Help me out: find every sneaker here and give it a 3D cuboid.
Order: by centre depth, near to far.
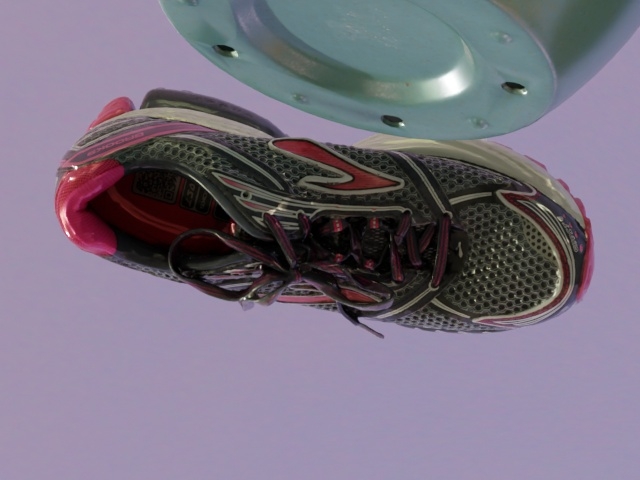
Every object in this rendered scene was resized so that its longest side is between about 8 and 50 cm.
[{"bbox_3d":[0.000,0.000,1.069,0.299,0.112,0.121,9,-69,7],"label":"sneaker"}]

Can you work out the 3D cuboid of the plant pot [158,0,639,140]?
[{"bbox_3d":[0.046,-0.187,0.876,0.293,0.293,0.235,9,-112,21],"label":"plant pot"}]
